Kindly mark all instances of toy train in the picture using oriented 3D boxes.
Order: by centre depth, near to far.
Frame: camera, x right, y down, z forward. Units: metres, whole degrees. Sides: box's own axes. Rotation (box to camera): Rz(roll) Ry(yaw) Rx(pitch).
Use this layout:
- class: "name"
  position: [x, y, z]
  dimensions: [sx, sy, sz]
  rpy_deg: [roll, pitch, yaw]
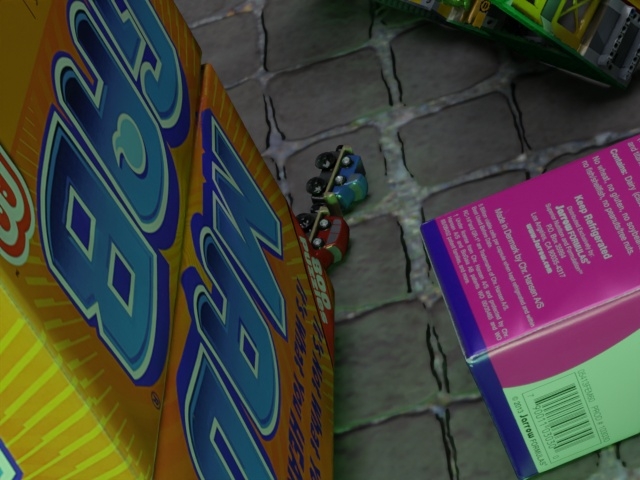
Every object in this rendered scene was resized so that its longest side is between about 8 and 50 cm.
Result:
- class: "toy train"
  position: [0.000, 0.000, 1.133]
  dimensions: [0.036, 0.027, 0.158]
  rpy_deg: [2, 51, 22]

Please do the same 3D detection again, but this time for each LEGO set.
- class: "LEGO set"
  position: [0.098, -0.247, 1.152]
  dimensions: [0.331, 0.255, 0.192]
  rpy_deg: [26, 91, 52]

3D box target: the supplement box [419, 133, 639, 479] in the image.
- class: "supplement box"
  position: [0.181, 0.020, 0.968]
  dimensions: [0.220, 0.111, 0.114]
  rpy_deg: [-21, 43, 5]

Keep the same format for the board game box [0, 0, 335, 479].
- class: "board game box"
  position: [-0.224, 0.058, 0.884]
  dimensions: [0.356, 0.356, 0.356]
  rpy_deg: [-20, 33, 14]
